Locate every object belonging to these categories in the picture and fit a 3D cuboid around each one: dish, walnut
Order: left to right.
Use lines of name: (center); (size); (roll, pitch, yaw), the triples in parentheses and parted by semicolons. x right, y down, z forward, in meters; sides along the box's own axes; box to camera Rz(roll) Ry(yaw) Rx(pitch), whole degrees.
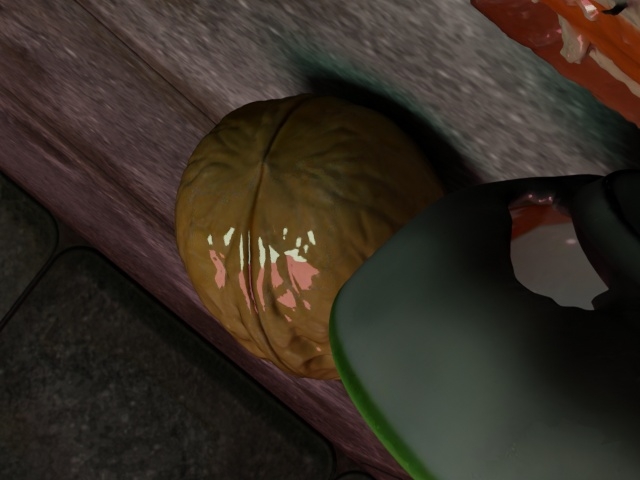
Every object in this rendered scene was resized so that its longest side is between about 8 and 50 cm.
walnut: (0.000, 0.000, 1.171); (0.165, 0.165, 0.197); (31, 160, 26)
dish: (0.173, 0.054, 0.827); (0.324, 0.124, 0.324); (25, -161, -9)

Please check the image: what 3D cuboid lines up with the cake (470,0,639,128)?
cake: (0.131, -0.084, 0.569); (0.135, 0.098, 0.287); (42, 168, -26)
